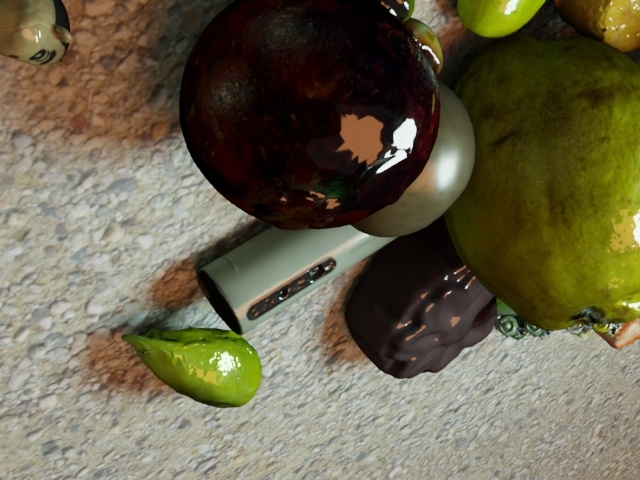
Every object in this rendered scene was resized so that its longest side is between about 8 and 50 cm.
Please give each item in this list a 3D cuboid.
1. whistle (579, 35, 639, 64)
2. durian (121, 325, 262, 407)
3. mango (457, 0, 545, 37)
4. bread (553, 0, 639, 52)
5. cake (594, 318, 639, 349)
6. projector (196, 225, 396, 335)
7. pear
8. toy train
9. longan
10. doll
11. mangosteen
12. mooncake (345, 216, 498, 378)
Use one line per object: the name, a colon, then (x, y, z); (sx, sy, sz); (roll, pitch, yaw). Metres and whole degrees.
whistle: (0.575, -0.324, 1.760); (0.405, 0.188, 0.168); (-39, 146, -4)
durian: (-0.160, 0.173, 1.612); (0.139, 0.101, 0.250); (-4, 163, 23)
mango: (0.249, -0.326, 1.521); (0.163, 0.089, 0.117); (-33, 145, -14)
bread: (0.408, -0.336, 1.622); (0.229, 0.143, 0.139); (-4, 130, -40)
cake: (0.497, -0.013, 1.944); (0.270, 0.269, 0.319); (-36, 144, -11)
projector: (0.000, 0.000, 1.611); (0.337, 0.108, 0.108); (-32, 144, -17)
pear: (0.338, -0.084, 1.624); (0.352, 0.352, 0.413); (-16, 95, -34)
toy train: (0.363, 0.108, 1.800); (0.060, 0.202, 0.081); (24, 64, -60)
longan: (0.098, -0.112, 1.500); (0.196, 0.196, 0.220); (-1, 98, -44)
doll: (-0.287, -0.225, 1.109); (0.179, 0.102, 0.089); (59, 41, -54)
mangosteen: (-0.007, -0.161, 1.291); (0.311, 0.311, 0.311); (-26, 142, -22)
mooncake: (0.183, 0.101, 1.875); (0.283, 0.141, 0.283); (-26, 145, -21)
